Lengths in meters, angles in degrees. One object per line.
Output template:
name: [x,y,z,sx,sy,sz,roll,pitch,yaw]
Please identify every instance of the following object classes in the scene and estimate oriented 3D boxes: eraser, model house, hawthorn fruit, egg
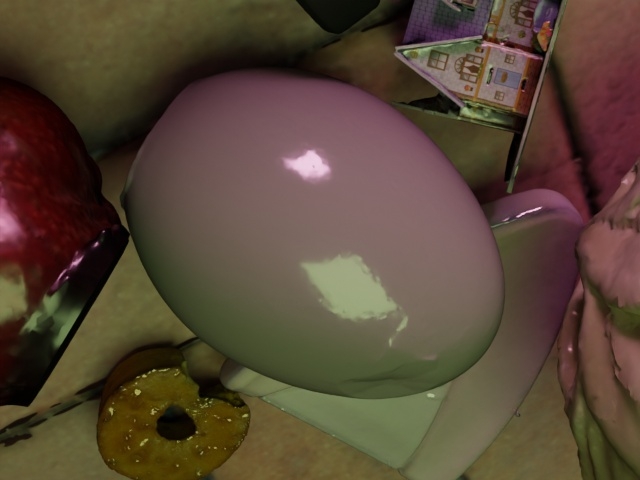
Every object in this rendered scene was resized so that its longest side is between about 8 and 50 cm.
eraser: [0.082,0.053,1.018,0.204,0.059,0.243,33,111,-30]
model house: [0.093,-0.123,0.877,0.088,0.117,0.167,16,100,3]
hawthorn fruit: [-0.230,0.002,0.837,0.251,0.189,0.189,4,122,0]
egg: [0.000,0.000,0.875,0.232,0.176,0.176,37,110,0]

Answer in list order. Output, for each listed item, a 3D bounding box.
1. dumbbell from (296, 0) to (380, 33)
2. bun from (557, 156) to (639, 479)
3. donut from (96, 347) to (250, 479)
dumbbell: [0.052,-0.206,0.817,0.191,0.100,0.100,-36,124,10]
bun: [0.265,0.044,0.929,0.219,0.365,0.365,18,122,15]
donut: [-0.106,0.119,1.020,0.097,0.043,0.108,-40,125,11]
